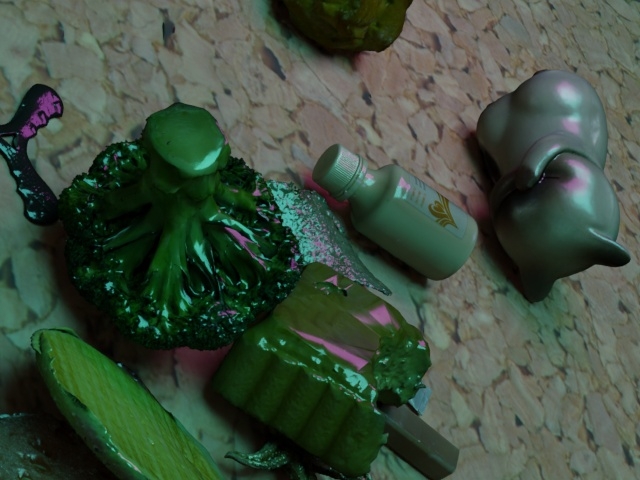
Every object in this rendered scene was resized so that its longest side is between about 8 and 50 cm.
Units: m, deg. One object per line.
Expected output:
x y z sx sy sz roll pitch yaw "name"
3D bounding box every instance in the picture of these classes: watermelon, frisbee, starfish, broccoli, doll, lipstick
-0.272 0.289 1.479 0.193 0.140 0.256 -5 55 -42 "watermelon"
-0.385 -0.122 1.764 0.187 0.012 0.211 17 51 -36 "frisbee"
-0.032 0.249 1.799 0.238 0.057 0.213 42 29 18 "starfish"
-0.159 -0.015 1.696 0.297 0.297 0.297 5 59 -8 "broccoli"
0.367 -0.110 2.362 0.226 0.215 0.370 46 33 -34 "doll"
0.116 0.258 1.948 0.145 0.045 0.045 40 38 -17 "lipstick"

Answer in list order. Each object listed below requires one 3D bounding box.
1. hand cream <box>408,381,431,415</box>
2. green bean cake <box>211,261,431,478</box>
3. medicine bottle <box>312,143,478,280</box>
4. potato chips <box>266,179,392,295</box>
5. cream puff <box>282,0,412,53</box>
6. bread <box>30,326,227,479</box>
0.078 0.145 2.012 0.216 0.038 0.052 50 62 -12 "hand cream"
0.015 0.150 1.810 0.233 0.124 0.236 33 29 3 "green bean cake"
0.103 -0.047 2.120 0.252 0.114 0.114 33 42 -22 "medicine bottle"
-0.006 0.003 2.011 0.228 0.059 0.167 16 47 -37 "potato chips"
0.040 -0.409 2.309 0.244 0.196 0.244 -1 91 -44 "cream puff"
-0.199 0.204 1.559 0.301 0.045 0.301 45 2 -2 "bread"
